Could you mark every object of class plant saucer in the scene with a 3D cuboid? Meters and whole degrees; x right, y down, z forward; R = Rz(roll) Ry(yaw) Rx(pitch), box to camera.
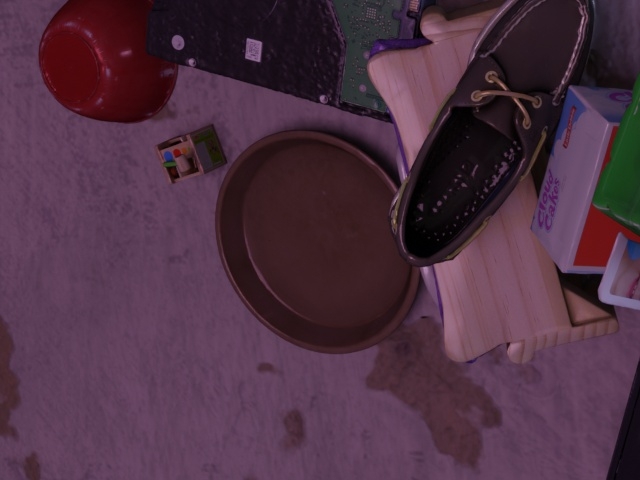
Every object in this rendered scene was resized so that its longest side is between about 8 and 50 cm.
[{"bbox_3d":[0.000,0.000,1.638,0.278,0.041,0.278,11,114,28],"label":"plant saucer"}]

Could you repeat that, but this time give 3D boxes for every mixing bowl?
[{"bbox_3d":[-0.276,-0.220,1.684,0.181,0.098,0.181,11,113,28],"label":"mixing bowl"}]

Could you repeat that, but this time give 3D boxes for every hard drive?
[{"bbox_3d":[-0.034,-0.284,1.536,0.339,0.064,0.237,18,116,24],"label":"hard drive"}]

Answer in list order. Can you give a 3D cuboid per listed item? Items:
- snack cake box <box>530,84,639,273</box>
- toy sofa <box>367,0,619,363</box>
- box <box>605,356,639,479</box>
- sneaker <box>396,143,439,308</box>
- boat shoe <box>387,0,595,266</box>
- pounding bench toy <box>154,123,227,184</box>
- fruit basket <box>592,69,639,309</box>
[{"bbox_3d":[0.346,-0.050,1.291,0.264,0.089,0.152,3,118,-18],"label":"snack cake box"},{"bbox_3d":[0.176,-0.065,1.413,0.177,0.150,0.362,-15,101,10],"label":"toy sofa"},{"bbox_3d":[0.506,0.209,1.383,0.395,0.097,0.318,20,114,22],"label":"box"},{"bbox_3d":[0.151,-0.016,1.527,0.094,0.080,0.212,-11,103,17],"label":"sneaker"},{"bbox_3d":[0.161,-0.106,1.280,0.109,0.091,0.305,30,104,-2],"label":"boat shoe"},{"bbox_3d":[-0.168,-0.099,1.673,0.065,0.083,0.052,-15,100,33],"label":"pounding bench toy"},{"bbox_3d":[0.421,-0.064,1.161,0.165,0.353,0.327,38,111,65],"label":"fruit basket"}]
